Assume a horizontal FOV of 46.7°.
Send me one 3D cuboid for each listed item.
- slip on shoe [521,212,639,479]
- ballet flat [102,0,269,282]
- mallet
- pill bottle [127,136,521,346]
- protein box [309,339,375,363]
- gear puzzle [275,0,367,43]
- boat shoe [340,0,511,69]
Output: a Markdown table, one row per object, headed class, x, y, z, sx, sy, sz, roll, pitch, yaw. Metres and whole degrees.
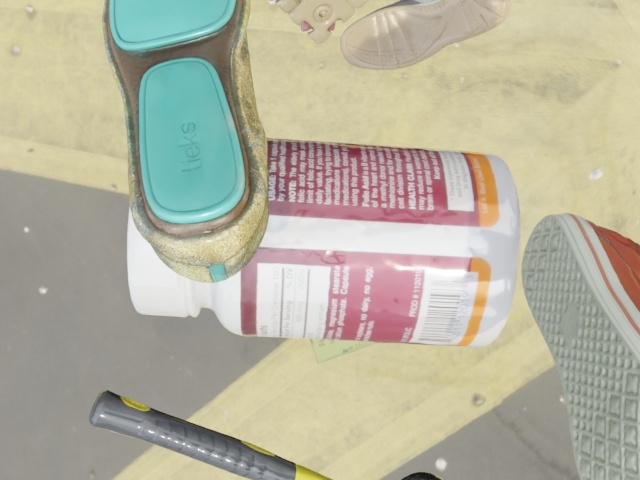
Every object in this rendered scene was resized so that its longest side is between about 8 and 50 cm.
| class | x | y | z | sx | sy | sz | roll | pitch | yaw |
| --- | --- | --- | --- | --- | --- | --- | --- | --- | --- |
| slip on shoe | 0.245 | 0.106 | 0.559 | 0.101 | 0.331 | 0.123 | 9 | 131 | -12 |
| ballet flat | -0.103 | -0.122 | 0.584 | 0.123 | 0.123 | 0.348 | -28 | 56 | 27 |
| mallet | -0.009 | 0.104 | 0.331 | 0.190 | 0.062 | 0.039 | 26 | 89 | -9 |
| pill bottle | 0.000 | 0.000 | 0.828 | 0.392 | 0.224 | 0.224 | 4 | 101 | -3 |
| protein box | 0.063 | 0.095 | 1.254 | 0.201 | 0.200 | 0.136 | -19 | 69 | -4 |
| gear puzzle | 0.065 | -0.446 | 1.050 | 0.339 | 0.175 | 0.044 | -39 | 48 | 18 |
| boat shoe | 0.170 | -0.365 | 1.240 | 0.285 | 0.092 | 0.103 | -19 | 117 | 7 |
